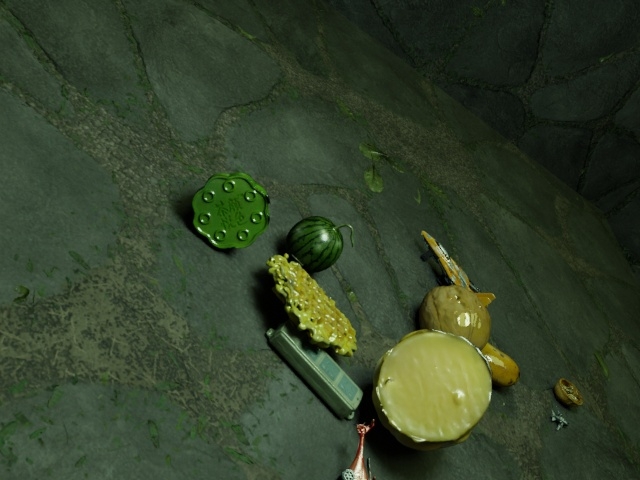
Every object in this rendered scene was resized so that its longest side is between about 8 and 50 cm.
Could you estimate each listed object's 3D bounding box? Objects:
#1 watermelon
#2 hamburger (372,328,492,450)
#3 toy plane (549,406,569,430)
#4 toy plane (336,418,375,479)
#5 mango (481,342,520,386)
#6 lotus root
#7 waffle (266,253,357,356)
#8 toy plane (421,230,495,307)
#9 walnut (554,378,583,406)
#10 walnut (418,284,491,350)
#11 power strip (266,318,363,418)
[{"bbox_3d":[0.000,0.000,1.686,0.140,0.187,0.141,42,28,-28],"label":"watermelon"},{"bbox_3d":[0.248,0.352,1.561,0.276,0.276,0.237,60,-9,19],"label":"hamburger"},{"bbox_3d":[0.752,0.564,2.118,0.083,0.031,0.079,31,51,-20],"label":"toy plane"},{"bbox_3d":[0.077,0.455,1.352,0.077,0.126,0.194,11,80,-4],"label":"toy plane"},{"bbox_3d":[0.509,0.362,1.993,0.178,0.090,0.115,41,23,-5],"label":"mango"},{"bbox_3d":[-0.201,-0.088,1.590,0.186,0.186,0.186,31,36,-25],"label":"lotus root"},{"bbox_3d":[-0.020,0.154,1.569,0.262,0.060,0.280,31,22,-56],"label":"waffle"},{"bbox_3d":[0.408,0.108,2.147,0.316,0.103,0.204,48,29,13],"label":"toy plane"},{"bbox_3d":[0.809,0.508,2.225,0.121,0.052,0.091,34,33,-25],"label":"walnut"},{"bbox_3d":[0.374,0.226,1.894,0.195,0.195,0.222,27,30,-29],"label":"walnut"},{"bbox_3d":[-0.007,0.283,1.500,0.272,0.052,0.078,47,28,-1],"label":"power strip"}]
